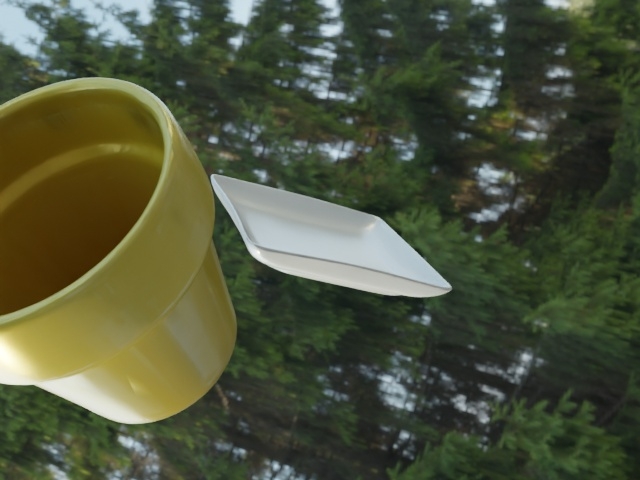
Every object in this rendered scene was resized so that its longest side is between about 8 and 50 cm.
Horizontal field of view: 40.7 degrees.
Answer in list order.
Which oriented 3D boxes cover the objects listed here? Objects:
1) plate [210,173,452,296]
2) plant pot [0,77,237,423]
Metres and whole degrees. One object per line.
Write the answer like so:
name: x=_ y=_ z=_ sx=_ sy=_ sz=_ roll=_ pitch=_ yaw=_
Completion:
plate: x=0.000 y=0.000 z=1.154 sx=0.045 sy=0.278 sz=0.277 roll=-70 pitch=23 yaw=16
plant pot: x=-0.190 y=0.033 z=0.739 sx=0.254 sy=0.254 sz=0.239 roll=-63 pitch=-32 yaw=-29
